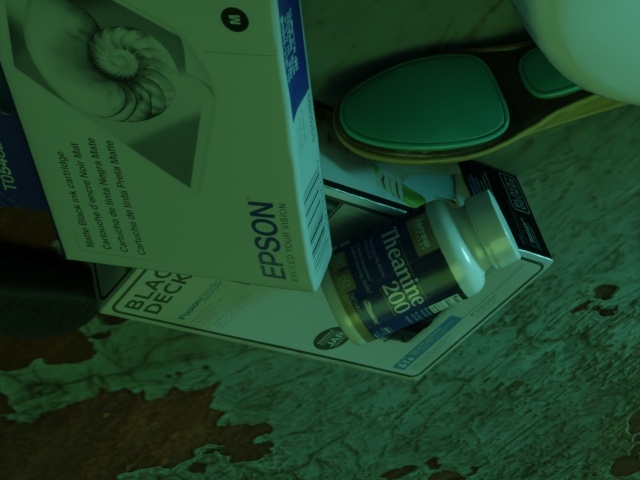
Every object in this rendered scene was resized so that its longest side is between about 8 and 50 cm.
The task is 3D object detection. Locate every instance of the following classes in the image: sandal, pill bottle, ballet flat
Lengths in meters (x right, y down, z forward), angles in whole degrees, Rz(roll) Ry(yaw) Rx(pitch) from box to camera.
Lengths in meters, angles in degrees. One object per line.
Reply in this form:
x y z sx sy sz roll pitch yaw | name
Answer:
-0.266 0.020 0.892 0.097 0.054 0.254 -30 152 29 | sandal
0.063 0.015 0.838 0.120 0.067 0.067 -25 143 11 | pill bottle
0.124 -0.090 0.867 0.232 0.080 0.073 -15 159 0 | ballet flat

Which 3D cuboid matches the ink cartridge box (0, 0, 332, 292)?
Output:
-0.113 -0.071 0.718 0.224 0.045 0.223 7 137 15 | ink cartridge box

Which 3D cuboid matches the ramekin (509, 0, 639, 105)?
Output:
0.211 -0.200 0.702 0.277 0.135 0.277 -11 144 -8 | ramekin

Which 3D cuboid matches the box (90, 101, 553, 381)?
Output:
0.000 0.000 0.925 0.290 0.087 0.169 17 132 -37 | box
